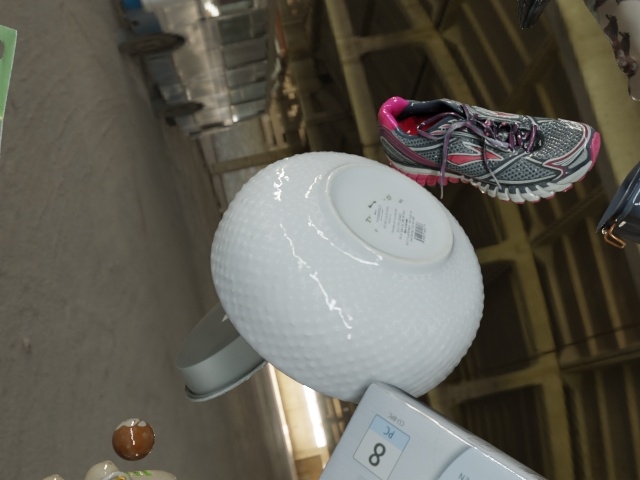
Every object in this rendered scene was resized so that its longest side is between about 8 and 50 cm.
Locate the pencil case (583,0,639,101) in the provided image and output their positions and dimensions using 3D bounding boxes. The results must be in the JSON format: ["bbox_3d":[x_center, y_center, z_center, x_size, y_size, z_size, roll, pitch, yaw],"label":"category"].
[{"bbox_3d":[0.457,-0.398,1.185,0.410,0.160,0.183,52,-3,-15],"label":"pencil case"}]

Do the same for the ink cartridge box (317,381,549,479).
[{"bbox_3d":[0.079,0.365,0.708,0.308,0.385,0.091,25,-6,46],"label":"ink cartridge box"}]

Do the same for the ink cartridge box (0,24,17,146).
[{"bbox_3d":[-0.487,-0.187,1.097,0.171,0.056,0.235,27,-70,49],"label":"ink cartridge box"}]

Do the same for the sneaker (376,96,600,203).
[{"bbox_3d":[0.211,-0.127,1.034,0.120,0.299,0.112,-66,145,-30],"label":"sneaker"}]

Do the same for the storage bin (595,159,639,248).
[{"bbox_3d":[0.376,-0.028,0.884,0.091,0.098,0.135,30,-6,14],"label":"storage bin"}]

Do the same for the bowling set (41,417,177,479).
[{"bbox_3d":[-0.275,0.313,0.942,0.154,0.287,0.199,27,45,-49],"label":"bowling set"}]

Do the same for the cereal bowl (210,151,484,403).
[{"bbox_3d":[0.050,0.012,0.919,0.141,0.339,0.339,-61,-147,39],"label":"cereal bowl"}]

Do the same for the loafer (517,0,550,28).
[{"bbox_3d":[0.332,-0.375,1.136,0.170,0.061,0.062,102,-17,-57],"label":"loafer"}]

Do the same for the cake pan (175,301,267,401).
[{"bbox_3d":[-0.116,0.129,1.238,0.054,0.293,0.293,50,2,-14],"label":"cake pan"}]
